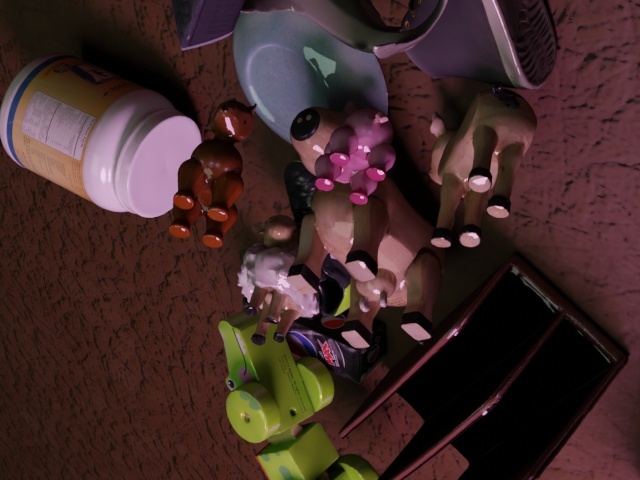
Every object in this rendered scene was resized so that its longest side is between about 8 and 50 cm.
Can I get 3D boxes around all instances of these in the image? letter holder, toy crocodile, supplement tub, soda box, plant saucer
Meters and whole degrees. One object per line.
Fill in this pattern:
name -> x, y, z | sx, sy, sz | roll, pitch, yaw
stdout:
letter holder -> 0.127, 0.190, 1.158 | 0.152, 0.214, 0.302 | 43, 143, 5
toy crocodile -> -0.031, 0.238, 1.306 | 0.105, 0.115, 0.340 | -20, 97, 47
supplement tub -> -0.250, -0.119, 1.306 | 0.200, 0.144, 0.144 | 25, 138, 26
soda box -> -0.008, 0.102, 1.339 | 0.169, 0.060, 0.053 | 22, 133, 30
plant saucer -> -0.023, -0.157, 1.139 | 0.195, 0.037, 0.195 | 27, 139, 26

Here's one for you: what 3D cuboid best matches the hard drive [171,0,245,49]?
hard drive -> -0.093, -0.303, 0.950 | 0.172, 0.054, 0.254 | 123, 142, -52

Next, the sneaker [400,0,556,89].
sneaker -> 0.103, -0.218, 0.919 | 0.118, 0.083, 0.222 | 7, 129, 41

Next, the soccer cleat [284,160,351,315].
soccer cleat -> 0.000, 0.000, 1.228 | 0.060, 0.072, 0.178 | 1, 124, 44

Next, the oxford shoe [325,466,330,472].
oxford shoe -> 0.076, 0.408, 1.492 | 0.348, 0.123, 0.130 | 37, 177, 36

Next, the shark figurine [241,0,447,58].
shark figurine -> -0.006, -0.204, 0.956 | 0.278, 0.116, 0.166 | 56, 155, 31

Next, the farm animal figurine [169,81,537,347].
farm animal figurine -> 0.047, -0.041, 1.056 | 0.331, 0.172, 0.326 | 1, 142, 21
